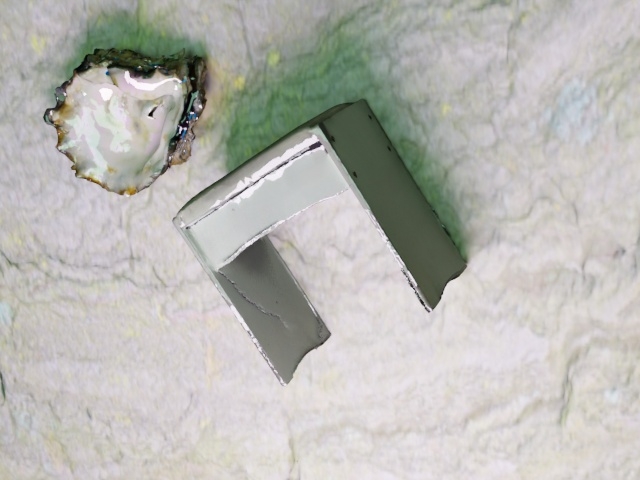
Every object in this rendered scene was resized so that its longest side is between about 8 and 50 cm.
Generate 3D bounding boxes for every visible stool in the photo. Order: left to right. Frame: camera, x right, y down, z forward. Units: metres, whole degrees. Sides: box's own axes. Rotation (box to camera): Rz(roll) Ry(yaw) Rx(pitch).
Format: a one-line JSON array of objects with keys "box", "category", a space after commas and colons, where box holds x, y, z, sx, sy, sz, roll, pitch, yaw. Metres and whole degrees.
[{"box": [0.000, 0.000, 1.263, 0.243, 0.170, 0.270, -31, 94, 28], "category": "stool"}]

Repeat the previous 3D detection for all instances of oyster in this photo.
[{"box": [-0.261, -0.175, 1.359, 0.259, 0.092, 0.198, -34, 92, 36], "category": "oyster"}]
